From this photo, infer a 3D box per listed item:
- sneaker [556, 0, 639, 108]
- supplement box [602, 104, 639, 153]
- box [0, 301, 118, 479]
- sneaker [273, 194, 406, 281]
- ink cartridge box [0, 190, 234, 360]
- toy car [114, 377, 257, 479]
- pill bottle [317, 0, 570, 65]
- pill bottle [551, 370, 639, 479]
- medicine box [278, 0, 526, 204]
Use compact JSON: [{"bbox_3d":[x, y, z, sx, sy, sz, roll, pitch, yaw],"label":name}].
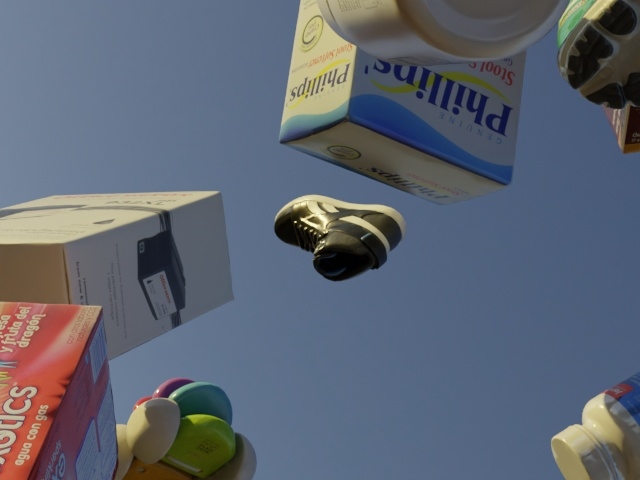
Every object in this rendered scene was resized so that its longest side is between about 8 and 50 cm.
[{"bbox_3d":[0.265,-0.217,0.937,0.107,0.110,0.275,34,-60,-24],"label":"sneaker"},{"bbox_3d":[0.432,-0.250,1.717,0.194,0.129,0.191,-100,-175,-45],"label":"supplement box"},{"bbox_3d":[-0.238,0.182,0.883,0.142,0.300,0.154,2,-58,6],"label":"box"},{"bbox_3d":[0.000,0.000,1.844,0.217,0.121,0.079,1,-57,37],"label":"sneaker"},{"bbox_3d":[-0.257,0.034,1.343,0.223,0.307,0.129,-1,-80,23],"label":"ink cartridge box"},{"bbox_3d":[-0.167,0.226,1.539,0.159,0.136,0.182,31,-46,-29],"label":"toy car"},{"bbox_3d":[0.074,-0.188,0.934,0.131,0.131,0.229,60,-10,-13],"label":"pill bottle"},{"bbox_3d":[0.394,0.222,1.604,0.124,0.221,0.124,57,-15,24],"label":"pill bottle"},{"bbox_3d":[0.112,-0.223,1.667,0.263,0.289,0.149,19,-20,-32],"label":"medicine box"}]
